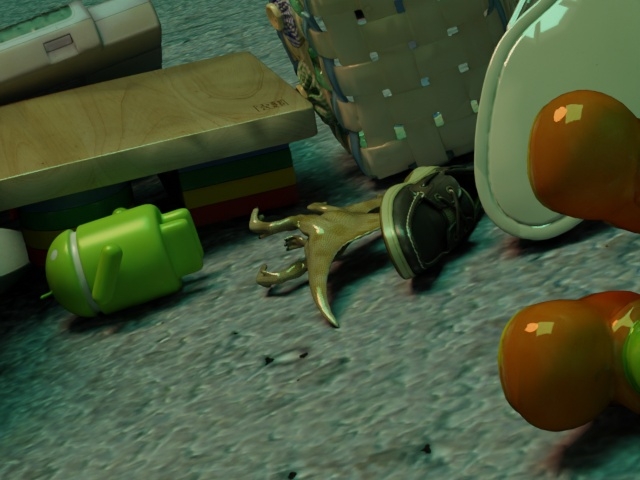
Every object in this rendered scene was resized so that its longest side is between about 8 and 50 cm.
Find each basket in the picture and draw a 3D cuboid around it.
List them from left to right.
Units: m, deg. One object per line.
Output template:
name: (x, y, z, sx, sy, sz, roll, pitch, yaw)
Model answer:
basket: (0.059, -0.203, 1.345, 0.201, 0.255, 0.289, -14, 29, 10)

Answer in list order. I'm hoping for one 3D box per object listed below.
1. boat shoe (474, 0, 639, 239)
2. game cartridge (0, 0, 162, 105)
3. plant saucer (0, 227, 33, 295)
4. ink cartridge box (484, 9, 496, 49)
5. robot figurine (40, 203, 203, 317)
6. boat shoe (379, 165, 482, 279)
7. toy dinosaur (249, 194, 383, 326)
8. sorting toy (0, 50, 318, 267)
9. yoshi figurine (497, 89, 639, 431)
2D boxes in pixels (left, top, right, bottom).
boat shoe: (0.183, -0.139, 1.116, 0.116, 0.319, 0.099, 18, -13, 7)
game cartridge: (-0.313, -0.102, 1.531, 0.355, 0.068, 0.230, -23, -24, -14)
plant saucer: (-0.313, 0.033, 1.323, 0.195, 0.037, 0.195, -4, 17, 1)
ink cartridge box: (0.233, -0.233, 1.568, 0.150, 0.063, 0.109, -31, 21, -35)
robot figurine: (-0.142, 0.015, 1.195, 0.115, 0.067, 0.101, -18, 20, 3)
boat shoe: (0.076, -0.020, 1.104, 0.049, 0.056, 0.152, -17, 17, 20)
toy dinosaur: (0.000, 0.000, 1.125, 0.092, 0.053, 0.183, -9, 20, 24)
sorting toy: (-0.148, -0.063, 1.354, 0.255, 0.089, 0.257, -14, 19, -10)
yoshi figurine: (0.222, 0.017, 0.667, 0.362, 0.203, 0.203, 5, 45, 46)
